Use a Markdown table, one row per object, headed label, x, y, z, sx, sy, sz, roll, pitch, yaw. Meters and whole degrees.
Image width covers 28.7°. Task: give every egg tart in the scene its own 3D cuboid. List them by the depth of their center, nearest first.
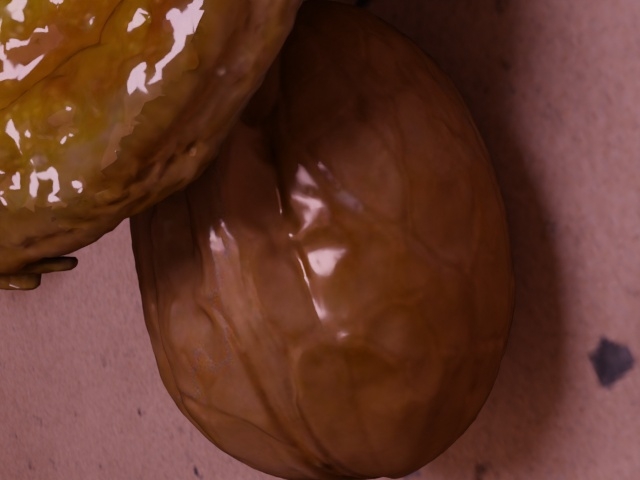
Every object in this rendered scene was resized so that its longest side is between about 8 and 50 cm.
| label | x | y | z | sx | sy | sz | roll | pitch | yaw |
| --- | --- | --- | --- | --- | --- | --- | --- | --- | --- |
| egg tart | -0.122 | -0.129 | 0.467 | 0.295 | 0.116 | 0.294 | 0 | 91 | 16 |

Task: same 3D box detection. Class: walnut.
| label | x | y | z | sx | sy | sz | roll | pitch | yaw |
| --- | --- | --- | --- | --- | --- | --- | --- | --- | --- |
| walnut | 0.000 | 0.000 | 0.523 | 0.159 | 0.159 | 0.206 | -22 | 81 | 51 |
